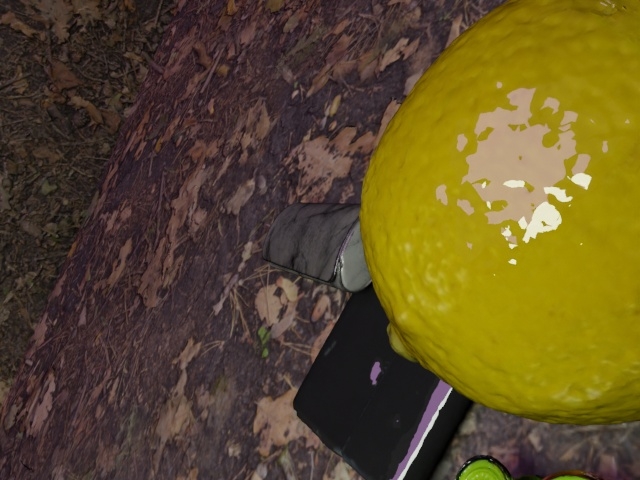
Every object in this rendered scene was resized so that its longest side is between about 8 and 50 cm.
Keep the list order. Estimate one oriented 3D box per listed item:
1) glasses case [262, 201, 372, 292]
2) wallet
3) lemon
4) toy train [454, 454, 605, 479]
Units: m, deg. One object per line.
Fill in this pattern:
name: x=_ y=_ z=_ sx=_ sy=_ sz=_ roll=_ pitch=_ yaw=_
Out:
glasses case: x=0.000 y=0.000 z=0.888 sx=0.114 sy=0.060 sz=0.299 roll=-63 pitch=21 yaw=-7
wallet: x=0.124 y=0.061 z=0.733 sx=0.228 sy=0.062 sz=0.405 roll=25 pitch=86 yaw=57
lemon: x=0.195 y=-0.027 z=0.488 sx=0.336 sy=0.336 sz=0.336 roll=-32 pitch=43 yaw=36
toy train: x=0.200 y=0.252 z=0.461 sx=0.296 sy=0.101 sz=0.160 roll=-8 pitch=62 yaw=51
